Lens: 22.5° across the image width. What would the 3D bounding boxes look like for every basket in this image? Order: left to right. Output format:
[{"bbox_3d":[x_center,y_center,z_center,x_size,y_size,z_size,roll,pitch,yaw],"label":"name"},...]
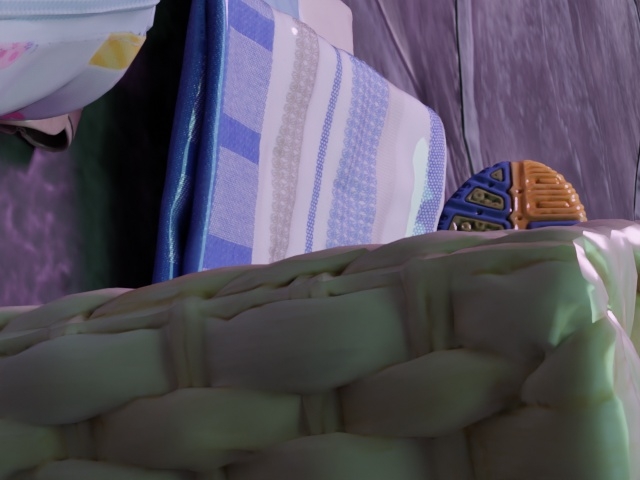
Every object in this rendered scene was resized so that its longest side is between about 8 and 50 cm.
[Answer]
[{"bbox_3d":[0.009,0.167,0.486,0.266,0.331,0.328,-1,82,-63],"label":"basket"}]

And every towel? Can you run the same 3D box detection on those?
[{"bbox_3d":[0.000,0.000,0.822,0.285,0.034,0.209,23,72,-64],"label":"towel"}]

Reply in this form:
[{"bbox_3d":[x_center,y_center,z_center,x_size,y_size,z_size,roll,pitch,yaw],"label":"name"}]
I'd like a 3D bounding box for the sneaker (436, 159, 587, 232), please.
[{"bbox_3d":[0.122,0.096,1.047,0.131,0.112,0.296,69,23,-64],"label":"sneaker"}]

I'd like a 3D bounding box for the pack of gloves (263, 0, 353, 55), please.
[{"bbox_3d":[-0.033,-0.179,0.869,0.232,0.046,0.195,38,48,-70],"label":"pack of gloves"}]

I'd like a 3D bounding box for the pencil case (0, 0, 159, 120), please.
[{"bbox_3d":[-0.154,-0.078,0.460,0.273,0.124,0.113,-23,108,-66],"label":"pencil case"}]

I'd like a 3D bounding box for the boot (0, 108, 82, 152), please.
[{"bbox_3d":[-0.115,-0.086,0.630,0.118,0.042,0.087,37,57,-68],"label":"boot"}]
